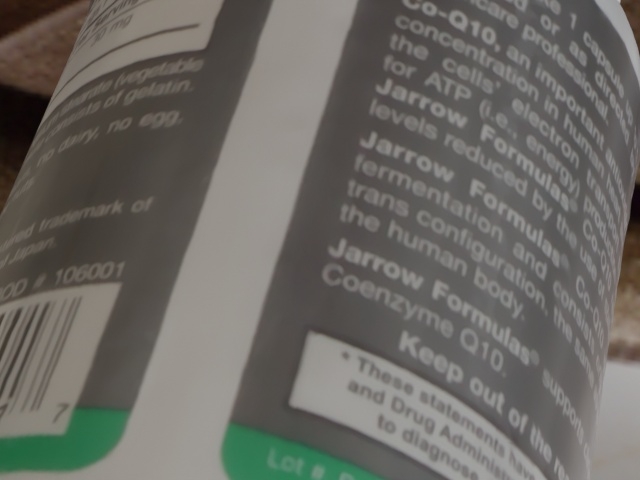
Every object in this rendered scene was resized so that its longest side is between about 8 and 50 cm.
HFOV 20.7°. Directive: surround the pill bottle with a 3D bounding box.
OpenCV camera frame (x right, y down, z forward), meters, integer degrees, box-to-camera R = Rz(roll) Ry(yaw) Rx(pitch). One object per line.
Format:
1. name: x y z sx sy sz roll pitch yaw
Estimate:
1. pill bottle: 0.000 0.000 0.590 0.204 0.204 0.361 63 33 -44
